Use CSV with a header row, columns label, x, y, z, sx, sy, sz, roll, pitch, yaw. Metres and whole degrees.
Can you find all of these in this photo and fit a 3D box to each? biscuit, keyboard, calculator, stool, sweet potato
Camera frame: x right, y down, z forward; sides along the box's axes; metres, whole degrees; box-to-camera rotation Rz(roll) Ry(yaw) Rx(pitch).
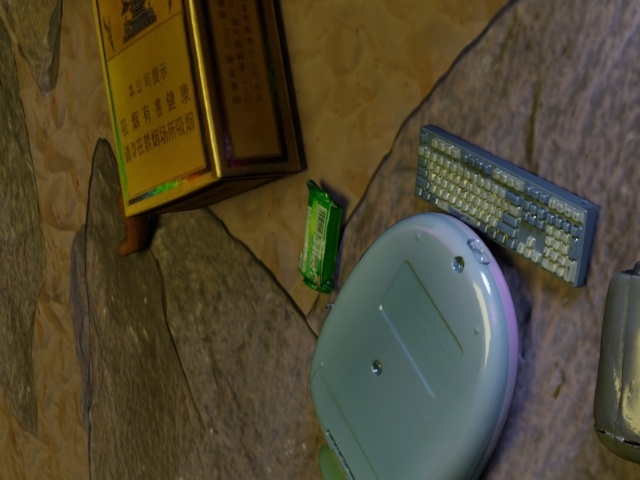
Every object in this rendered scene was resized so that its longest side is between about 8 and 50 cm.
label,x,y,z,sx,sy,sz,roll,pitch,yaw
biscuit,0.000,0.000,1.117,0.046,0.016,0.089,33,122,52
keyboard,0.117,-0.026,0.932,0.176,0.014,0.055,35,127,51
calculator,0.058,0.108,1.022,0.185,0.041,0.299,60,142,32
stool,0.195,0.065,0.752,0.096,0.096,0.110,6,97,57
sweet potato,-0.175,-0.049,1.361,0.044,0.044,0.179,50,135,41

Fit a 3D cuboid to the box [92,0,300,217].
label,x,y,z,sx,sy,sz,roll,pitch,yaw
box,-0.119,-0.184,1.206,0.193,0.084,0.301,-16,82,57
